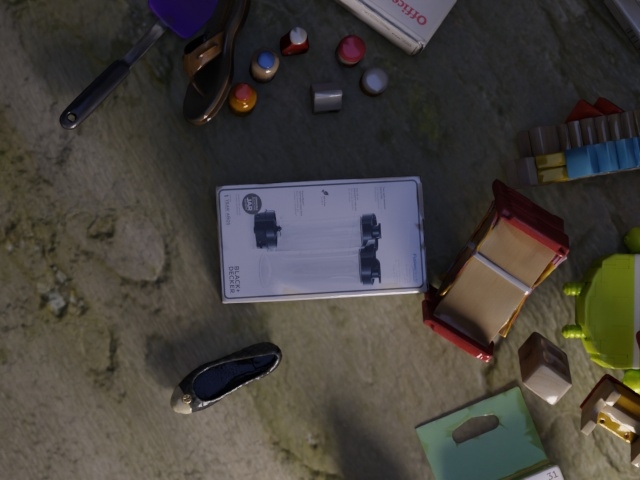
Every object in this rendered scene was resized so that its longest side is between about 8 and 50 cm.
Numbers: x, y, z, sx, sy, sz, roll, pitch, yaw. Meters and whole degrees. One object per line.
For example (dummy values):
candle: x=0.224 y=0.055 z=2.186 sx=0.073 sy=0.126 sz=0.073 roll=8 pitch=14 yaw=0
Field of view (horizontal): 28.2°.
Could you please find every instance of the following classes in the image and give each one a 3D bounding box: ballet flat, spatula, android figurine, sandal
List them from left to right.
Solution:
spatula: x=-0.261 y=-0.266 z=1.809 sx=0.084 sy=0.030 sz=0.296 roll=43 pitch=85 yaw=-8
sandal: x=-0.156 y=-0.268 z=1.784 sx=0.060 sy=0.090 sz=0.219 roll=21 pitch=85 yaw=-37
ballet flat: x=-0.134 y=0.190 z=1.792 sx=0.173 sy=0.049 sz=0.057 roll=-29 pitch=89 yaw=-6
android figurine: x=0.483 y=0.104 z=1.850 sx=0.273 sy=0.056 sz=0.248 roll=0 pitch=88 yaw=-8

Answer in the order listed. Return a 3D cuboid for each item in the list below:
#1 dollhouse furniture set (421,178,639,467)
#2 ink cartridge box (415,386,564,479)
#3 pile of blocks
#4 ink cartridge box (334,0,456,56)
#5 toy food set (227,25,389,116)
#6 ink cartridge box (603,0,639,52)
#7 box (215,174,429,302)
dollhouse furniture set: x=0.342 y=0.111 z=1.761 sx=0.374 sy=0.152 sz=0.201 roll=33 pitch=108 yaw=-4
ink cartridge box: x=0.258 y=0.350 z=1.821 sx=0.171 sy=0.056 sz=0.235 roll=-22 pitch=92 yaw=-5
pile of blocks: x=0.438 y=-0.157 z=1.812 sx=0.362 sy=0.149 sz=0.112 roll=-10 pitch=89 yaw=-5
ink cartridge box: x=0.137 y=-0.396 z=1.822 sx=0.159 sy=0.092 sz=0.218 roll=35 pitch=83 yaw=-3
toy food set: x=-0.016 y=-0.239 z=1.794 sx=0.232 sy=0.104 sz=0.111 roll=-5 pitch=88 yaw=-5
ink cartridge box: x=0.518 y=-0.402 z=1.881 sx=0.224 sy=0.045 sz=0.223 roll=-35 pitch=90 yaw=-6
box: x=0.000 y=0.000 z=1.794 sx=0.290 sy=0.087 sz=0.169 roll=-4 pitch=88 yaw=-5
